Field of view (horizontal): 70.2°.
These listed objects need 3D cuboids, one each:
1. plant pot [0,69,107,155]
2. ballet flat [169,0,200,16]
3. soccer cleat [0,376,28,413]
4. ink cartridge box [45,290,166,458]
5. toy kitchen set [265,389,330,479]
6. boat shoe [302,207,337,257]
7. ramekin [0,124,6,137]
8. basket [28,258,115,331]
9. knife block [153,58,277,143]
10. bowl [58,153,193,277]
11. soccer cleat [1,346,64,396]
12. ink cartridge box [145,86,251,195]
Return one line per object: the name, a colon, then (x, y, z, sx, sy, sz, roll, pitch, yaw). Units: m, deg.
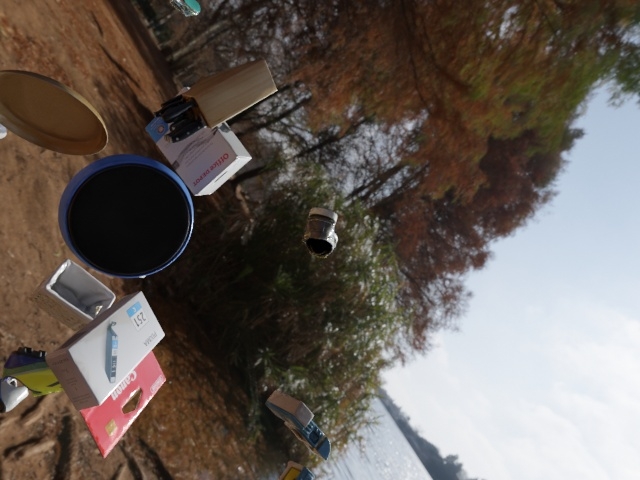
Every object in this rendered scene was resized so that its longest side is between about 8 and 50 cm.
plant pot: (-0.549, -0.257, 0.919, 0.236, 0.236, 0.032, 65, 29, -59)
ballet flat: (-0.451, -0.756, 1.408, 0.070, 0.070, 0.188, 55, 11, 22)
soccer cleat: (-1.322, 0.597, 1.822, 0.143, 0.331, 0.116, -38, 137, -61)
ink cartridge box: (-0.458, 0.296, 1.066, 0.296, 0.066, 0.261, -66, 136, -71)
toy kitchen set: (-0.069, 0.494, 1.071, 0.122, 0.166, 0.207, -4, -52, 54)
boat shoe: (-0.005, -0.001, 1.387, 0.109, 0.091, 0.305, 12, -19, 3)
ramekin: (-0.972, -0.362, 1.175, 0.277, 0.135, 0.277, 28, -36, 23)
basket: (-0.661, 0.152, 1.212, 0.167, 0.103, 0.113, 48, 32, -27)
knife block: (-0.269, -0.340, 1.138, 0.242, 0.276, 0.088, -78, 151, -49)
bowl: (-0.584, -0.067, 1.406, 0.077, 0.391, 0.391, 28, -27, 57)
soccer cleat: (-0.767, 0.402, 1.322, 0.289, 0.121, 0.093, 20, -16, -5)
ink cartridge box: (-0.433, -0.347, 1.626, 0.307, 0.223, 0.129, 53, 18, 2)
